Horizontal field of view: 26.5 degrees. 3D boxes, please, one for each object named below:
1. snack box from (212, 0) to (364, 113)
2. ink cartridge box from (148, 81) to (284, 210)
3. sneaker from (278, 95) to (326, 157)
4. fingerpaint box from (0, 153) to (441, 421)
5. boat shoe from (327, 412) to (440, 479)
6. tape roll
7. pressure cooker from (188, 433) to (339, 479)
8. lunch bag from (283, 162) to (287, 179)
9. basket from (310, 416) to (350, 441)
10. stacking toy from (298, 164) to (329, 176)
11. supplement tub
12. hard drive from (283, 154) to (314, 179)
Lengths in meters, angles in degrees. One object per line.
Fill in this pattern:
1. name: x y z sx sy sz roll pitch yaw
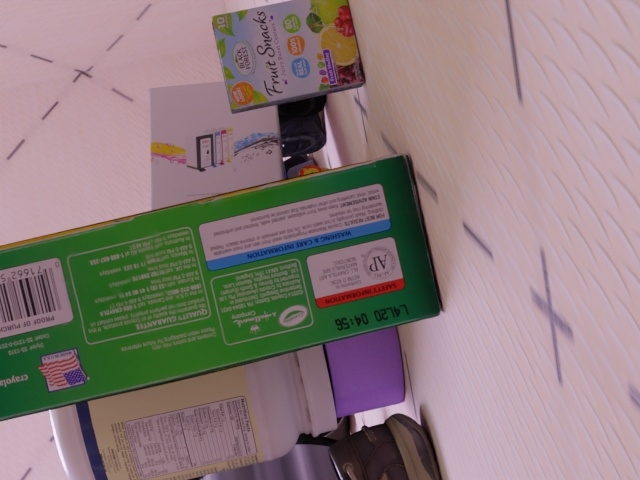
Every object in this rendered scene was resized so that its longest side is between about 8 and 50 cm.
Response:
1. snack box: -0.033 -0.194 1.407 0.037 0.141 0.100 141 117 -84
2. ink cartridge box: -0.130 -0.066 1.765 0.171 0.168 0.232 88 178 -61
3. sneaker: -0.045 -0.206 1.918 0.286 0.109 0.130 113 152 -67
4. fingerpaint box: -0.134 0.045 1.377 0.371 0.445 0.163 -171 68 -85
5. boat shoe: 0.088 0.376 1.518 0.132 0.130 0.355 97 160 -78
6. tape roll: 0.030 0.080 1.716 0.275 0.090 0.274 167 90 -85
7. pressure cooker: -0.033 0.537 1.936 0.420 0.376 0.370 -107 9 -52
8. lunch bag: -0.079 0.025 2.121 0.221 0.138 0.293 92 157 -55
9. basket: -0.014 0.346 2.679 0.227 0.154 0.204 78 176 -57
10. stacking toy: 0.014 0.021 1.999 0.167 0.052 0.221 85 170 -62
11. supplement tub: -0.159 0.170 1.663 0.235 0.325 0.235 167 90 -86
12. hard drive: -0.015 -0.013 2.254 0.172 0.054 0.254 -126 24 -79
